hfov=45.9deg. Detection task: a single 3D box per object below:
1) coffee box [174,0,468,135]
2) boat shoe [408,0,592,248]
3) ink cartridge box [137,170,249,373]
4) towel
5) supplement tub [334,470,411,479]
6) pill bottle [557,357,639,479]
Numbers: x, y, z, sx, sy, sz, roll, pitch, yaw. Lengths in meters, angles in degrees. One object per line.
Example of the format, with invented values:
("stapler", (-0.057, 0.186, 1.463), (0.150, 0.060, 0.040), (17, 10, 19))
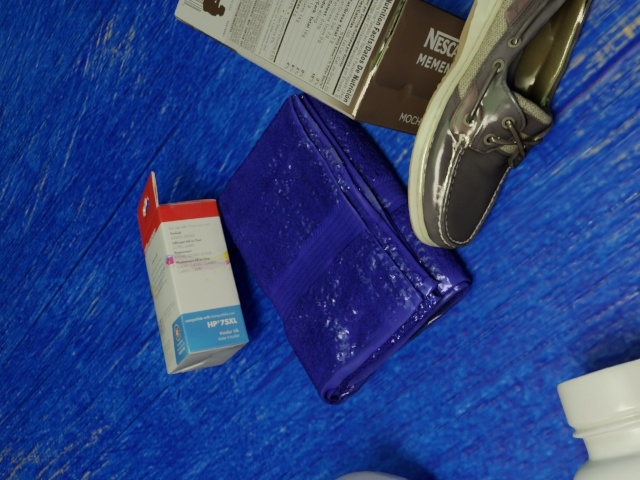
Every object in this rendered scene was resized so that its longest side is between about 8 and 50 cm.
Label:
("coffee box", (0.010, -0.219, 0.782), (0.297, 0.168, 0.118), (36, 111, 36))
("boat shoe", (0.165, -0.121, 0.686), (0.092, 0.103, 0.285), (26, 98, 44))
("ink cartridge box", (-0.167, 0.038, 0.950), (0.134, 0.078, 0.231), (136, 123, -60))
("towel", (0.000, 0.000, 0.838), (0.227, 0.076, 0.308), (-48, 59, 28))
("supplement tub", (0.022, 0.397, 0.693), (0.228, 0.228, 0.316), (39, 112, 36))
("pill bottle", (0.263, 0.203, 0.556), (0.131, 0.131, 0.229), (-29, 69, 37))
